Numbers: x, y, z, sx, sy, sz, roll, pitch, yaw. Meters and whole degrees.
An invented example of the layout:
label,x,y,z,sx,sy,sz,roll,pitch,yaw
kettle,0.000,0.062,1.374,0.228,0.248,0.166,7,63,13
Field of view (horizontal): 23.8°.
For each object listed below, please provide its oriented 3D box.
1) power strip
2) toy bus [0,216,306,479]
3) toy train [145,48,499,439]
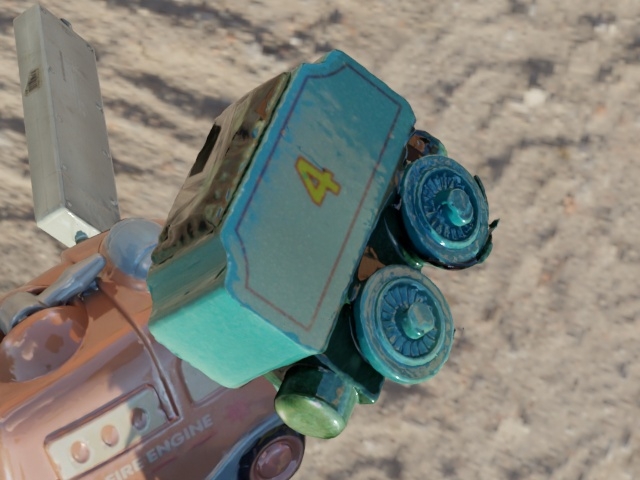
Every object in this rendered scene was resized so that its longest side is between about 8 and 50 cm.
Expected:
label,x,y,z,sx,sy,sz,roll,pitch,yaw
power strip,-0.278,-0.118,1.669,0.043,0.367,0.106,-33,136,19
toy bus,-0.153,0.102,1.149,0.288,0.194,0.232,-33,132,-18
toy train,0.000,0.000,0.804,0.154,0.107,0.198,36,55,-20
